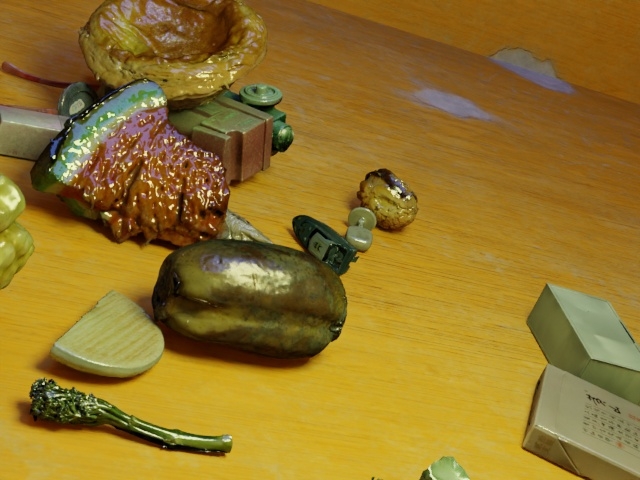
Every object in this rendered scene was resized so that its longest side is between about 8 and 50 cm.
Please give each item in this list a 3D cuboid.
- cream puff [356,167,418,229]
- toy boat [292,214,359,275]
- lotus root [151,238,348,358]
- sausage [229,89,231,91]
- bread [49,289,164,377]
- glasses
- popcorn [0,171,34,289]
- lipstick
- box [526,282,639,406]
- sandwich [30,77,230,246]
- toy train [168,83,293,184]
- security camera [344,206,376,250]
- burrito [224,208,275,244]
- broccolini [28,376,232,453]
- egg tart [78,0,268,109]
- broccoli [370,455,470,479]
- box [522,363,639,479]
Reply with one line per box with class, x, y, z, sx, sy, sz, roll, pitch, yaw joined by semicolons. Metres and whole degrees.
cream puff;0.130;-0.075;1.908;0.133;0.104;0.119;51;5;35
toy boat;0.000;0.000;1.707;0.141;0.055;0.060;39;23;32
lotus root;-0.089;0.075;1.367;0.275;0.152;0.160;14;5;-27
sausage;-0.331;-0.325;2.065;0.300;0.083;0.089;12;33;-15
bread;-0.255;0.131;1.260;0.112;0.036;0.193;28;21;0
glasses;-0.509;-0.256;1.834;0.268;0.118;0.234;7;23;16
popcorn;-0.494;-0.039;1.116;0.335;0.279;0.274;26;65;6
lipstick;-0.389;-0.161;1.699;0.317;0.066;0.068;8;29;-27
box;0.453;0.179;1.682;0.129;0.086;0.225;16;25;-16
sandwich;-0.271;-0.089;1.563;0.301;0.162;0.250;38;59;-6
toy train;-0.209;-0.223;1.885;0.304;0.150;0.221;24;37;27
security camera;0.069;-0.014;1.814;0.058;0.058;0.092;22;37;0
burrito;-0.126;-0.008;1.623;0.229;0.058;0.063;29;30;19
broccolini;-0.212;0.206;1.132;0.239;0.054;0.051;18;11;-14
egg tart;-0.265;-0.339;1.815;0.352;0.150;0.352;0;45;0
broccoli;0.081;0.296;1.015;0.220;0.194;0.194;11;26;-35
box;0.482;0.318;1.464;0.365;0.051;0.204;26;25;8
